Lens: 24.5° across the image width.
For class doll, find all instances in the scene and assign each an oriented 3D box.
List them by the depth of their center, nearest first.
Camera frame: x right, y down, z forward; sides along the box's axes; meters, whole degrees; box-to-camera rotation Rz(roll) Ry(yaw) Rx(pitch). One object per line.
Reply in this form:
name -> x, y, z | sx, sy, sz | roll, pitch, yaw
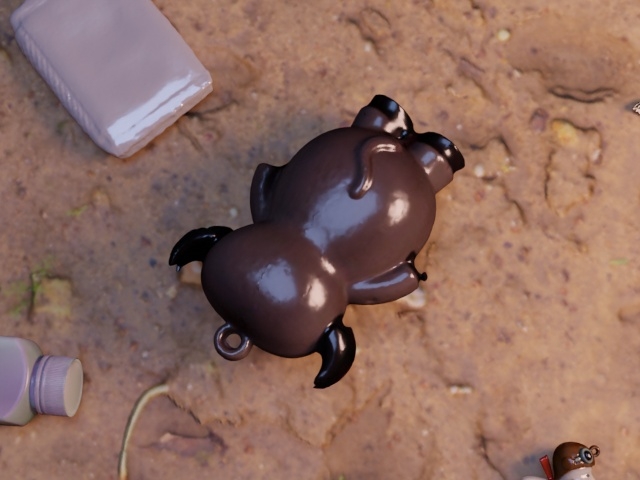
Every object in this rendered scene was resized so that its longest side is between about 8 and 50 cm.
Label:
doll -> 0.187, 0.195, 1.200 | 0.085, 0.040, 0.058 | -8, 86, 5
doll -> 0.001, -0.002, 1.229 | 0.182, 0.117, 0.257 | 36, 83, 15

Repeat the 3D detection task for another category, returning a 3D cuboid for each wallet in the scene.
wallet -> -0.192, -0.169, 1.339 | 0.124, 0.032, 0.183 | -39, 73, -3

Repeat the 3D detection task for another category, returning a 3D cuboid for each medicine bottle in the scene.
medicine bottle -> -0.267, 0.121, 1.265 | 0.118, 0.055, 0.074 | 3, 76, 9

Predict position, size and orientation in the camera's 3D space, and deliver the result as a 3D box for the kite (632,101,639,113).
kite -> 0.385, -0.094, 1.259 | 0.232, 0.009, 0.189 | 21, 80, 12
